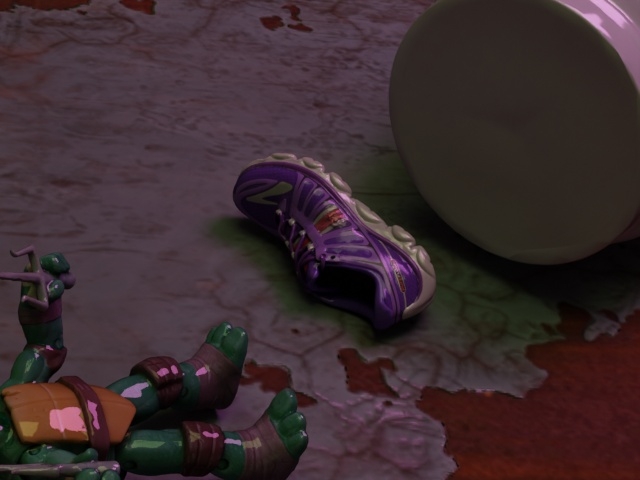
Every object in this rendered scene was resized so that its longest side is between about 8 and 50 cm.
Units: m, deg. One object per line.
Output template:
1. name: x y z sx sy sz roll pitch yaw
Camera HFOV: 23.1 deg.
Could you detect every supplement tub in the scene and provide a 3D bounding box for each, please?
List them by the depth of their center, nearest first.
1. supplement tub: 0.223 -0.140 1.173 0.241 0.241 0.331 29 38 23

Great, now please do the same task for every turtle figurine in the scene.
1. turtle figurine: -0.131 0.092 0.859 0.234 0.118 0.175 3 48 -38

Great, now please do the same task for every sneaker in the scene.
1. sneaker: 0.000 0.000 1.068 0.170 0.068 0.071 34 47 27
